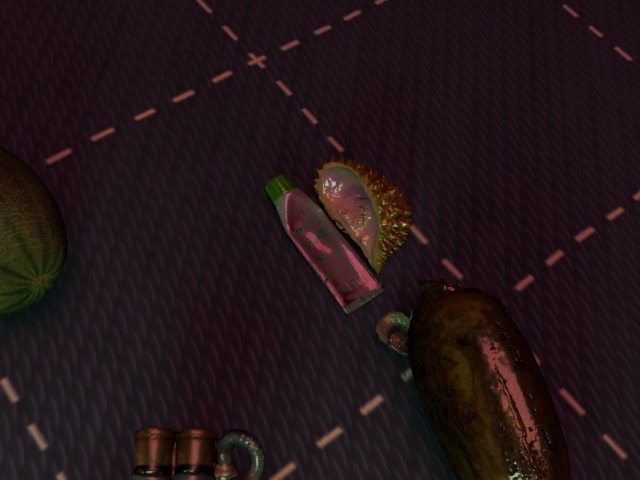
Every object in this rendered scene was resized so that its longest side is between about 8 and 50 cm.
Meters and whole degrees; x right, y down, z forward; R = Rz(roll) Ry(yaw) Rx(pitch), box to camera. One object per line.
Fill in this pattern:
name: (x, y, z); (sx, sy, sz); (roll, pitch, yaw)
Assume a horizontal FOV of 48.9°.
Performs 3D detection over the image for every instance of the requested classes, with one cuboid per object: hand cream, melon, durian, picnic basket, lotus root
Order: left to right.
melon: (-0.522, -0.026, 1.062); (0.301, 0.237, 0.237); (39, 63, 13)
hand cream: (0.000, -0.001, 1.230); (0.079, 0.050, 0.275); (-38, 75, 3)
durian: (0.080, -0.059, 1.236); (0.132, 0.165, 0.182); (-35, 41, 9)
picnic basket: (0.127, 0.151, 1.133); (0.083, 0.083, 0.065); (40, 69, 18)
lotus root: (0.242, 0.229, 1.040); (0.179, 0.196, 0.398); (-23, 68, 12)

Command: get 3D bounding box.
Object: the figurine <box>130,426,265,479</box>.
figurine: (-0.200, 0.437, 0.878); (0.261, 0.186, 0.382); (0, 65, -1)
